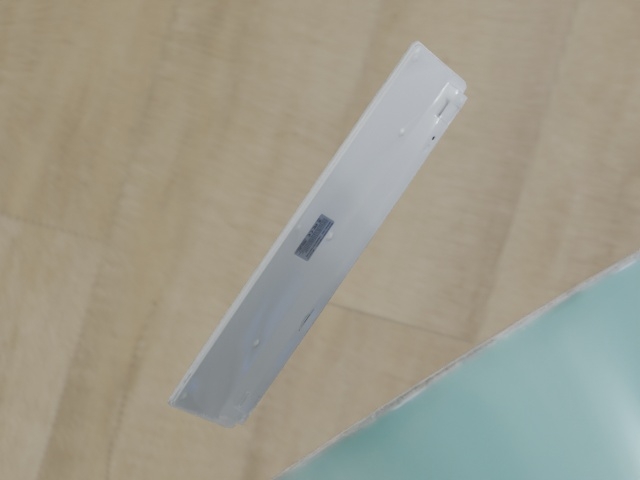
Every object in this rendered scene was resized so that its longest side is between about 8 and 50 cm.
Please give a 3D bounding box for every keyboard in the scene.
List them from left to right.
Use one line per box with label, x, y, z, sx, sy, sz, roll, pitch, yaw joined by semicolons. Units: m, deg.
keyboard;0.000;0.000;1.109;0.256;0.014;0.072;-56;141;2

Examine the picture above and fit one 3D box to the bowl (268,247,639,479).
bowl;0.104;0.142;0.964;0.311;0.311;0.163;-32;82;-7
